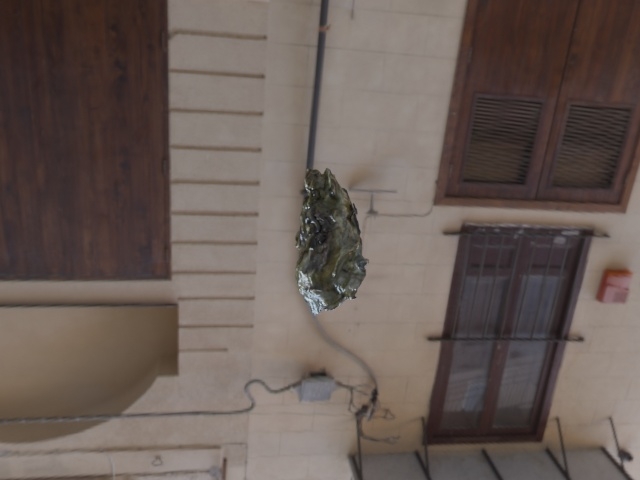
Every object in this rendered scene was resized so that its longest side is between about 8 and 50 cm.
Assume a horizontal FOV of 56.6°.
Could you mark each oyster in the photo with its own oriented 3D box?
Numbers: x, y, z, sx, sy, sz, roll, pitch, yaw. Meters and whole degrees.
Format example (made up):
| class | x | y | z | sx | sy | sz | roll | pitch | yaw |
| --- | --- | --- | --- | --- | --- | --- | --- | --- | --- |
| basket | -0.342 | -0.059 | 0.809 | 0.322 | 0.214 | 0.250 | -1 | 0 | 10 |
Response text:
| class | x | y | z | sx | sy | sz | roll | pitch | yaw |
| --- | --- | --- | --- | --- | --- | --- | --- | --- | --- |
| oyster | 0.000 | 0.002 | 0.647 | 0.053 | 0.108 | 0.165 | 11 | -125 | -24 |
